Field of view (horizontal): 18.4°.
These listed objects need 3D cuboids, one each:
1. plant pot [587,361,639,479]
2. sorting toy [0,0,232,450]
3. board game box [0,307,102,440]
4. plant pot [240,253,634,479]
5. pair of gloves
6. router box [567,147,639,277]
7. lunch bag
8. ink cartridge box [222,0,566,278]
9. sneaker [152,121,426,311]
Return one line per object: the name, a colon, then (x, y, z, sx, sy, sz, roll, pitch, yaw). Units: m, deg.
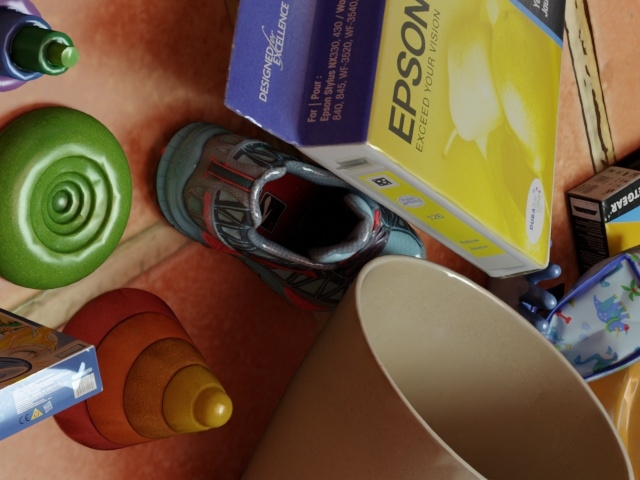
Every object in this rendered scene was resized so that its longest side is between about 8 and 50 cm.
plant pot: (0.363, 0.164, 1.787, 0.205, 0.188, 0.205, -13, 110, -41)
sorting toy: (-0.141, 0.002, 1.321, 0.127, 0.126, 0.365, -37, 125, -30)
board game box: (-0.257, 0.101, 1.231, 0.201, 0.136, 0.035, -26, 118, -37)
plant pot: (0.043, 0.194, 1.451, 0.256, 0.256, 0.274, 15, 126, -44)
pair of gloves: (0.149, 0.091, 1.604, 0.023, 0.159, 0.198, 14, 88, -10)
router box: (0.304, -0.017, 1.783, 0.179, 0.046, 0.133, -30, 121, -34)
lunch bag: (0.228, 0.075, 1.662, 0.151, 0.096, 0.129, -39, 171, 17)
ink cartridge box: (0.072, -0.169, 1.443, 0.307, 0.072, 0.303, 33, 56, -45)
sneaker: (0.000, 0.000, 1.449, 0.262, 0.125, 0.104, 22, 87, -44)
